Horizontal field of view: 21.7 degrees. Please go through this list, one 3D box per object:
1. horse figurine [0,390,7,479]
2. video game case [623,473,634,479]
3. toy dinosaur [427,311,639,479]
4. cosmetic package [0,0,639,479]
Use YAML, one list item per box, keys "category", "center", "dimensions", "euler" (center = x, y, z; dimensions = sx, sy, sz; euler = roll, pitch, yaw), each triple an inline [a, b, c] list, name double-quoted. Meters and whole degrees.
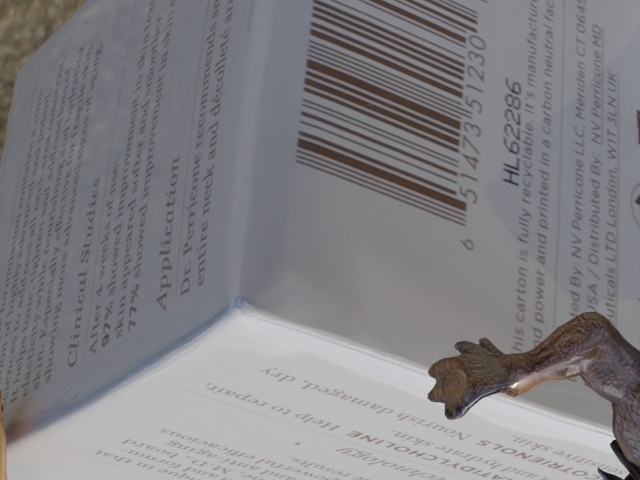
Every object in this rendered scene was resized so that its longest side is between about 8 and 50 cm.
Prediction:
- category: "horse figurine"
  center: [-0.215, 0.235, 0.982]
  dimensions: [0.066, 0.263, 0.174]
  euler: [16, 153, -5]
- category: "video game case"
  center: [0.180, 0.200, 0.746]
  dimensions: [0.196, 0.274, 0.026]
  euler: [55, 143, -6]
- category: "toy dinosaur"
  center: [0.180, 0.042, 0.658]
  dimensions: [0.295, 0.127, 0.200]
  euler: [-55, 141, 2]
- category: "cosmetic package"
  center: [0.000, 0.000, 1.074]
  dimensions: [0.327, 0.329, 0.394]
  euler: [19, 152, -28]
